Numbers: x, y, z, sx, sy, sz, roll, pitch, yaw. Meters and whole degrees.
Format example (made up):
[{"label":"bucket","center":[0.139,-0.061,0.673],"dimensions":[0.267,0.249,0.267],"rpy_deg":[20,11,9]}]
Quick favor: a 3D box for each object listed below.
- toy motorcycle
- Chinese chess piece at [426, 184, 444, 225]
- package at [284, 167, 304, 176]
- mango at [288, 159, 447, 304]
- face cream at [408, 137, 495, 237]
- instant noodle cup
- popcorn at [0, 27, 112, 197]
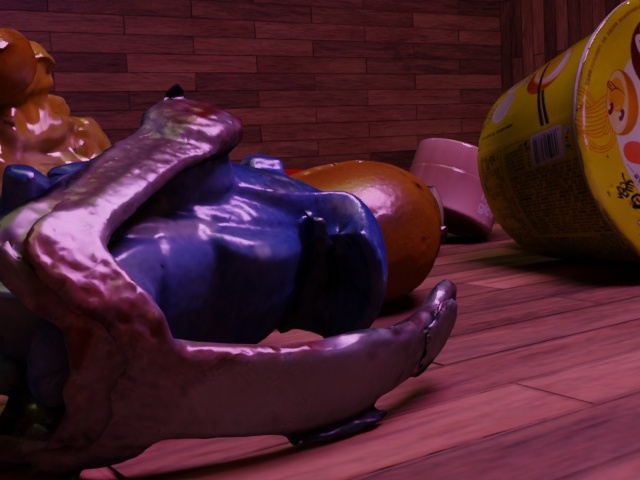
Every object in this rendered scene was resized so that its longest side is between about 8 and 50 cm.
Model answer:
[{"label":"toy motorcycle","center":[-0.066,0.037,0.536],"dimensions":[0.319,0.241,0.182],"rpy_deg":[-19,-24,-50]},{"label":"Chinese chess piece","center":[0.044,-0.026,1.204],"dimensions":[0.249,0.103,0.250],"rpy_deg":[-1,7,0]},{"label":"package","center":[-0.166,-0.063,1.563],"dimensions":[0.196,0.123,0.423],"rpy_deg":[-9,6,-28]},{"label":"mango","center":[0.000,0.000,0.817],"dimensions":[0.236,0.136,0.166],"rpy_deg":[-8,9,-3]},{"label":"face cream","center":[0.203,-0.078,1.337],"dimensions":[0.149,0.104,0.149],"rpy_deg":[20,-10,4]},{"label":"instant noodle cup","center":[0.339,-0.104,0.998],"dimensions":[0.311,0.311,0.221],"rpy_deg":[-6,-2,-25]},{"label":"popcorn","center":[-0.315,-0.051,0.788],"dimensions":[0.225,0.332,0.265],"rpy_deg":[34,54,22]}]
